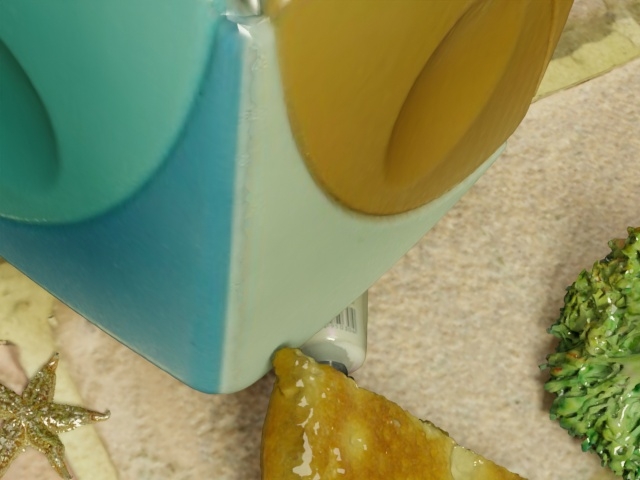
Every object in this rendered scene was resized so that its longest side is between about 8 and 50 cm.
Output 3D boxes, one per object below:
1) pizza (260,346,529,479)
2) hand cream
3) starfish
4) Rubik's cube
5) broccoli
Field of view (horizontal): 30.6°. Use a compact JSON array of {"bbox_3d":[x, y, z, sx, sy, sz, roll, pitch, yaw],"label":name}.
[{"bbox_3d":[0.056,0.183,0.654,0.197,0.058,0.292,-26,89,-42],"label":"pizza"},{"bbox_3d":[0.000,0.000,0.785,0.080,0.050,0.234,2,54,-4],"label":"hand cream"},{"bbox_3d":[-0.175,0.106,0.690,0.086,0.016,0.092,25,59,3],"label":"starfish"},{"bbox_3d":[-0.063,-0.173,0.668,0.352,0.347,0.352,33,56,18],"label":"Rubik's cube"},{"bbox_3d":[0.252,0.054,0.728,0.194,0.194,0.219,36,63,8],"label":"broccoli"}]
